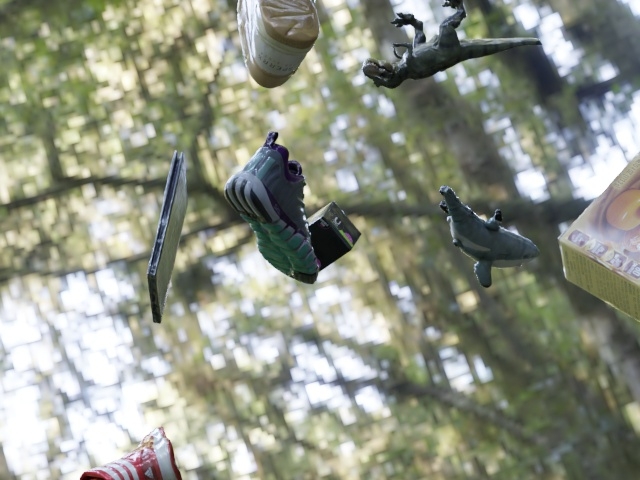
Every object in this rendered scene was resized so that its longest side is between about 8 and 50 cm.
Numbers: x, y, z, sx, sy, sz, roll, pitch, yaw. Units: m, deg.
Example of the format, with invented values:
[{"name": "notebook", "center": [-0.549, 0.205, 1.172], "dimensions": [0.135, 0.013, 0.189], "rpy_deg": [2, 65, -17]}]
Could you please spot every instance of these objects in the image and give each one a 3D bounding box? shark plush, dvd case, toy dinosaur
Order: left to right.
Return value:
[{"name": "dvd case", "center": [-0.238, -0.005, 2.582], "dimensions": [0.018, 0.221, 0.164], "rpy_deg": [9, -29, 3]}, {"name": "toy dinosaur", "center": [0.172, -0.290, 2.386], "dimensions": [0.268, 0.118, 0.064], "rpy_deg": [-16, -24, -12]}, {"name": "shark plush", "center": [0.189, -0.021, 1.945], "dimensions": [0.067, 0.073, 0.161], "rpy_deg": [-24, -59, 28]}]

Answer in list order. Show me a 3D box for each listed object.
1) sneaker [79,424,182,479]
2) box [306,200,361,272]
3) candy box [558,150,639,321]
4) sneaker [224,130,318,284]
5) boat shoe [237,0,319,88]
[{"name": "sneaker", "center": [-0.253, 0.296, 2.142], "dimensions": [0.128, 0.087, 0.221], "rpy_deg": [-15, -8, -11]}, {"name": "box", "center": [0.000, 0.000, 2.197], "dimensions": [0.083, 0.062, 0.052], "rpy_deg": [-34, 11, 29]}, {"name": "candy box", "center": [0.444, 0.031, 1.828], "dimensions": [0.183, 0.316, 0.087], "rpy_deg": [-46, -34, -18]}, {"name": "sneaker", "center": [-0.034, -0.034, 1.992], "dimensions": [0.098, 0.083, 0.224], "rpy_deg": [-58, -31, -19]}, {"name": "boat shoe", "center": [-0.036, -0.167, 1.204], "dimensions": [0.063, 0.170, 0.059], "rpy_deg": [22, -59, -12]}]
